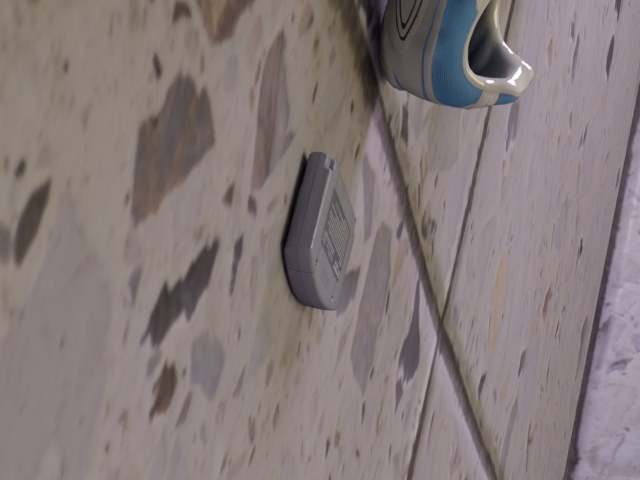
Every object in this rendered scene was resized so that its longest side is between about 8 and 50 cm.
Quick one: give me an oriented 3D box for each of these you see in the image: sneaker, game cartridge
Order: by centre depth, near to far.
[{"bbox_3d":[0.000,0.000,0.895,0.083,0.017,0.056,69,30,-66],"label":"game cartridge"},{"bbox_3d":[0.075,-0.175,0.941,0.085,0.086,0.237,-60,154,-54],"label":"sneaker"}]
